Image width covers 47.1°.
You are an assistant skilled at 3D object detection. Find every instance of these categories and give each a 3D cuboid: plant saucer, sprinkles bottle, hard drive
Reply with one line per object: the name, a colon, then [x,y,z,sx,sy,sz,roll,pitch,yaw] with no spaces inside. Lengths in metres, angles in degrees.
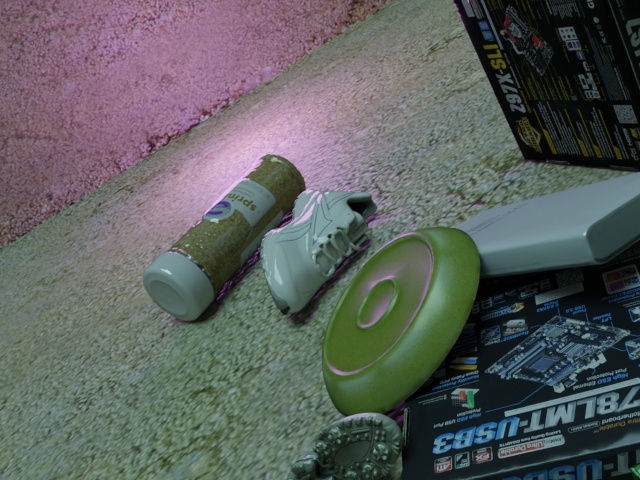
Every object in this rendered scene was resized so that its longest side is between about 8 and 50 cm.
plant saucer: [0.073,0.077,0.805,0.241,0.037,0.241,-46,21,23]
sprinkles bottle: [-0.165,-0.014,1.331,0.121,0.121,0.355,-6,34,43]
hard drive: [0.240,-0.011,0.830,0.203,0.040,0.307,-27,7,-30]

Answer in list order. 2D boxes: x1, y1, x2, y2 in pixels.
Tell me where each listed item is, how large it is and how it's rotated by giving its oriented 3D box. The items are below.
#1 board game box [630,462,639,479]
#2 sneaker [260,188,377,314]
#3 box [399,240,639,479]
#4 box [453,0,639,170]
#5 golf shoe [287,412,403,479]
board game box: [0.316,0.204,0.417,0.136,0.030,0.260,-32,40,4]
sneaker: [0.000,0.000,1.143,0.129,0.111,0.297,-10,33,27]
box: [0.226,0.118,0.703,0.295,0.073,0.293,-21,27,20]
box: [0.325,-0.244,0.966,0.079,0.322,0.257,-40,26,-16]
golf shoe: [0.032,0.198,0.719,0.086,0.069,0.176,-38,-6,-44]
